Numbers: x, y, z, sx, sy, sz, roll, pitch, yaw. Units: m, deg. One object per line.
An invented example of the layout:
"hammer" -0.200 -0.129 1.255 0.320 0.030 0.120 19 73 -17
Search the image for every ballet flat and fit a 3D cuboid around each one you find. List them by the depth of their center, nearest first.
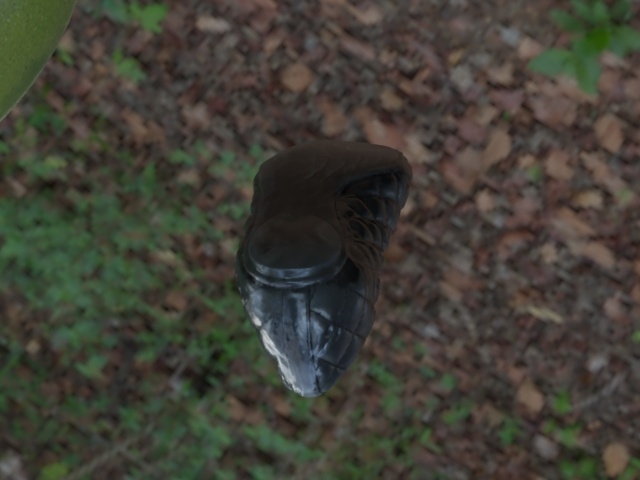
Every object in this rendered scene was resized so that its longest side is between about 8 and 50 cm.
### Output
"ballet flat" 0.000 0.000 0.605 0.057 0.173 0.049 3 112 10

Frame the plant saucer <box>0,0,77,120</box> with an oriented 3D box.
"plant saucer" -0.182 -0.114 0.464 0.241 0.241 0.037 35 152 1
